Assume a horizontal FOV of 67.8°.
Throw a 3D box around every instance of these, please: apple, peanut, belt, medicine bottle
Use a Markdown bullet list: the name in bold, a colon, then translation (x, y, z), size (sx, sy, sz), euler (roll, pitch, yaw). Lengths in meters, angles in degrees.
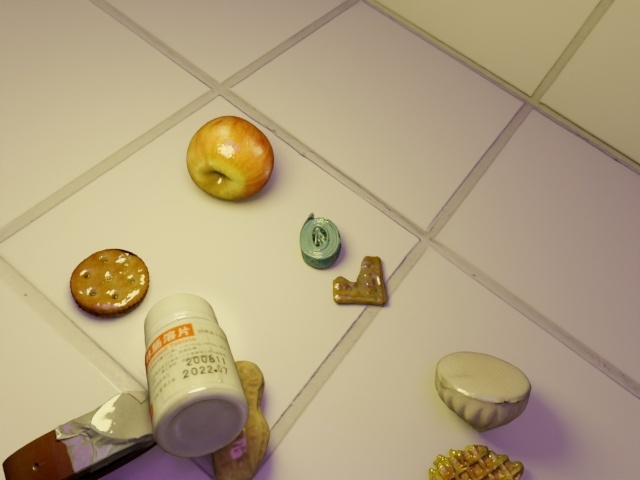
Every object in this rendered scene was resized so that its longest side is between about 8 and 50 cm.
- **apple**: translation (-0.294, -0.269, 1.564), size (0.285, 0.286, 0.233), euler (16, 51, -2)
- **peanut**: translation (-0.207, 0.460, 1.222), size (0.149, 0.149, 0.314), euler (0, 53, -12)
- **belt**: translation (-0.532, 0.475, 1.092), size (0.338, 0.217, 0.122), euler (-25, 67, -17)
- **belt**: translation (-0.001, 0.008, 1.566), size (0.147, 0.082, 0.163), euler (21, 60, 13)
- **medicine bottle**: translation (-0.317, 0.310, 1.162), size (0.210, 0.211, 0.371), euler (-13, 33, -19)

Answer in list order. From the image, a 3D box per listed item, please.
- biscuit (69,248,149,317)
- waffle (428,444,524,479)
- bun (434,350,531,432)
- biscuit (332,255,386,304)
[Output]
- **biscuit**: translation (-0.608, 0.118, 1.380), size (0.220, 0.066, 0.221), euler (6, 58, -9)
- **waffle**: translation (0.433, 0.707, 1.255), size (0.306, 0.060, 0.312), euler (6, 57, -7)
- **bun**: translation (0.446, 0.447, 1.347), size (0.262, 0.175, 0.263), euler (4, 16, -1)
- **biscuit**: translation (0.121, 0.130, 1.544), size (0.183, 0.039, 0.174), euler (0, 61, -13)
